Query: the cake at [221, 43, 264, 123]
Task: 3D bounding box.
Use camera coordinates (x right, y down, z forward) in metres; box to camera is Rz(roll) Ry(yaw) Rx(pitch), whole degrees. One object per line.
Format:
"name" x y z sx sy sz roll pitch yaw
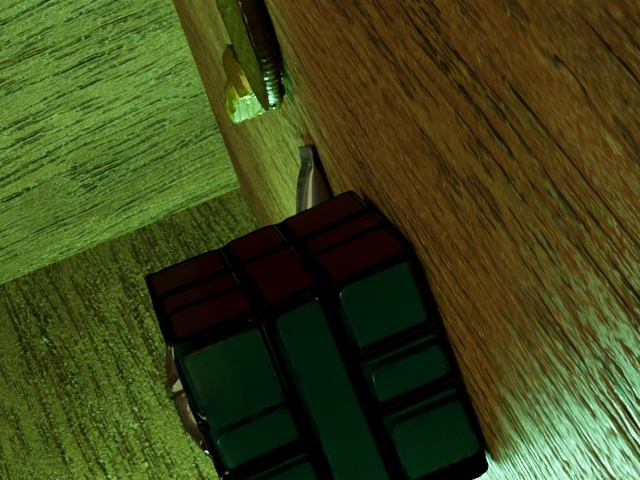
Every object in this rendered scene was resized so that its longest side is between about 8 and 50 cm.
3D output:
"cake" -0.132 -0.259 2.488 0.185 0.079 0.116 75 170 -88

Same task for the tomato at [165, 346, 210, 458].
"tomato" -0.048 0.161 2.037 0.282 0.316 0.317 21 -142 -54

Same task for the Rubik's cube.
"Rubik's cube" -0.011 0.144 1.727 0.293 0.283 0.288 -123 13 -74

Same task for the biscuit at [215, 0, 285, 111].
"biscuit" -0.111 -0.323 2.171 0.305 0.038 0.305 159 90 -84

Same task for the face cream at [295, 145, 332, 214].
"face cream" 0.000 0.000 2.209 0.154 0.096 0.274 -145 46 -85
